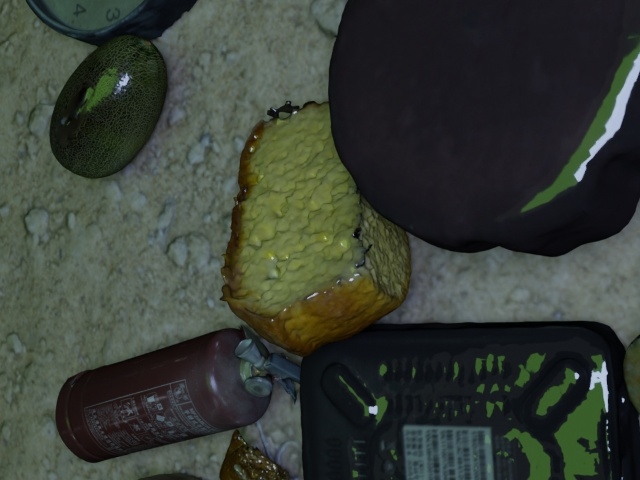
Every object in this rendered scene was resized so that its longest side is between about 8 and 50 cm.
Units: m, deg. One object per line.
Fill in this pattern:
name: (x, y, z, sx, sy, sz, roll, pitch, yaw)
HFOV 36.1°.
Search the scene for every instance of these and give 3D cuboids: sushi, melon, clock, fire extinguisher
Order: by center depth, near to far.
sushi: (-0.051, 0.230, 0.910, 0.060, 0.061, 0.118, -41, 91, 20)
fire extinguisher: (-0.126, 0.146, 0.939, 0.268, 0.104, 0.105, -20, 79, 31)
melon: (-0.213, -0.135, 0.994, 0.099, 0.099, 0.162, 46, 114, 25)
clock: (-0.216, -0.341, 1.023, 0.280, 0.055, 0.281, 0, 89, 33)

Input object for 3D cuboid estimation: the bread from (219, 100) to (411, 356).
bread: (0.004, 0.002, 0.826, 0.129, 0.134, 0.260, -18, 43, 17)

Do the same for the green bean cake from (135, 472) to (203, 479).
green bean cake: (-0.136, 0.323, 0.944, 0.109, 0.085, 0.179, 7, 92, 34)

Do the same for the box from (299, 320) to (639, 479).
box: (0.113, 0.211, 0.789, 0.288, 0.073, 0.290, -4, 87, 31)

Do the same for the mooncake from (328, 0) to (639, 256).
mooncake: (0.143, -0.124, 0.721, 0.283, 0.141, 0.283, -10, 74, 39)

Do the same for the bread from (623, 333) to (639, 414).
bread: (0.294, 0.088, 0.621, 0.207, 0.056, 0.286, 66, 151, 14)
